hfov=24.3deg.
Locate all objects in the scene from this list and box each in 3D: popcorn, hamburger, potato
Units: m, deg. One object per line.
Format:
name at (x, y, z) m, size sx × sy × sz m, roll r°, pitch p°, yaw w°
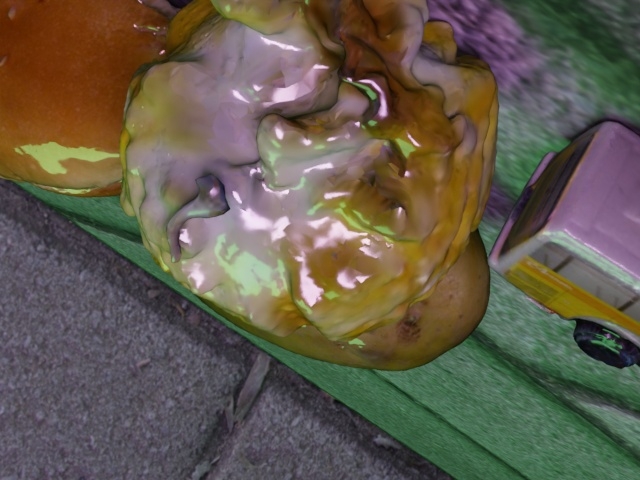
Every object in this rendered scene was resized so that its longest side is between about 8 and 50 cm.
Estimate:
popcorn at (-0.011, -0.059, 0.700) m, size 0.198 × 0.198 × 0.212 m, roll 26°, pitch 136°, yaw 28°
hamburger at (-0.178, -0.109, 0.974) m, size 0.283 × 0.157 × 0.144 m, roll 28°, pitch 170°, yaw 32°
potato at (0.001, 0.000, 0.994) m, size 0.197 × 0.149 × 0.228 m, roll 21°, pitch -173°, yaw -24°

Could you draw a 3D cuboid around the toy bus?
toy bus at (0.221, 0.044, 0.749) m, size 0.268 × 0.092 × 0.106 m, roll 32°, pitch 161°, yaw -4°
